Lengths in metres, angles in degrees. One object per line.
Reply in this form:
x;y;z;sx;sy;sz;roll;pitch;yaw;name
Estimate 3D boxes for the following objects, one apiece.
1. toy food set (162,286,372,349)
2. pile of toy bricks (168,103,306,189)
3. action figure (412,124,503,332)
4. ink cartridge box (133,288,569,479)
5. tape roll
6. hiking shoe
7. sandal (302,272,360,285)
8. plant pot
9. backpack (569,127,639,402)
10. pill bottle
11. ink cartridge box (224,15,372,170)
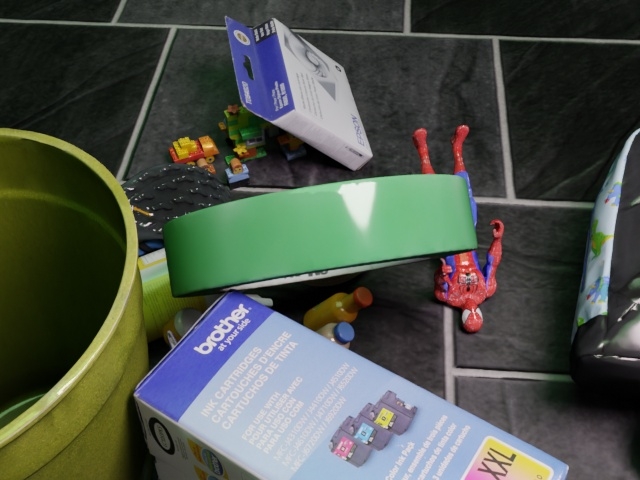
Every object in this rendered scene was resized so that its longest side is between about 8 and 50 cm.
-0.049;0.106;0.915;0.232;0.104;0.111;6;61;-37;toy food set
-0.116;-0.161;1.209;0.212;0.105;0.118;-19;50;-15;pile of toy bricks
0.176;-0.027;1.028;0.092;0.139;0.280;-6;72;-2;action figure
-0.009;0.224;0.748;0.396;0.270;0.151;24;51;21;ink cartridge box
0.000;0.000;0.856;0.322;0.321;0.077;-8;85;-6;tape roll
-0.261;-0.025;1.085;0.304;0.132;0.113;-20;90;-39;hiking shoe
0.037;-0.003;1.100;0.240;0.088;0.079;-19;16;-25;sandal
-0.312;0.148;0.763;0.367;0.352;0.366;-3;48;3;plant pot
0.437;0.022;0.958;0.290;0.273;0.355;6;69;8;backpack
-0.188;0.062;1.011;0.184;0.103;0.103;-21;51;-17;pill bottle
-0.032;-0.233;1.215;0.224;0.045;0.223;24;38;-38;ink cartridge box
